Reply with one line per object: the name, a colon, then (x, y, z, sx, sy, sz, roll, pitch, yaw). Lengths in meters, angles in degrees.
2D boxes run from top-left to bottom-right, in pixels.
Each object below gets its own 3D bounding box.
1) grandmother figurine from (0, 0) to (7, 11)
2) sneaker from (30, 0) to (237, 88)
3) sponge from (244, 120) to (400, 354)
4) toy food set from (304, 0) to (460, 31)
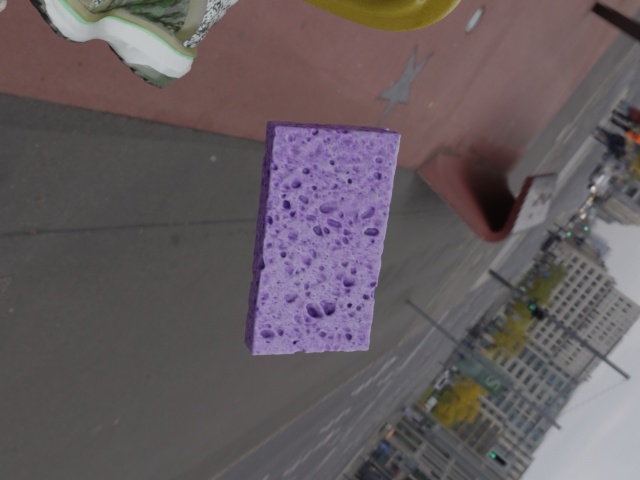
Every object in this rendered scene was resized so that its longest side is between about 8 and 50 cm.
grandmother figurine: (-0.415, -0.293, 0.729, 0.104, 0.208, 0.342, -42, -149, 34)
sneaker: (-0.160, -0.268, 0.640, 0.182, 0.158, 0.410, -35, 179, 6)
sponge: (0.000, 0.000, 0.661, 0.117, 0.031, 0.210, 2, 106, -20)
toy food set: (-0.014, -0.181, 0.325, 0.071, 0.218, 0.128, -54, 161, -19)
